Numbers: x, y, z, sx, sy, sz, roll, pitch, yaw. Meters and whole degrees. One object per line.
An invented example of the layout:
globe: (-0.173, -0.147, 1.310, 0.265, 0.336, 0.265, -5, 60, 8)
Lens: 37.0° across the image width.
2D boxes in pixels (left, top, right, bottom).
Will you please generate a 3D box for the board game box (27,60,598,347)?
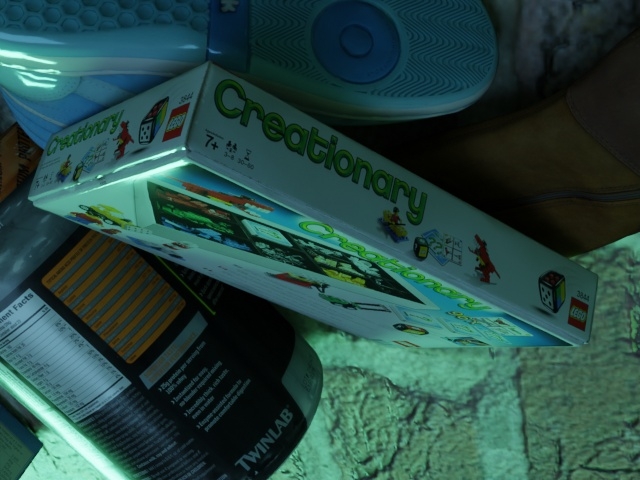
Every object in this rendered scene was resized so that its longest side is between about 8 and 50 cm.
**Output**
board game box: (0.000, 0.000, 0.593, 0.305, 0.053, 0.193, 25, 160, -34)

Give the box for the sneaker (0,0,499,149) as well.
sneaker: (-0.062, -0.112, 0.615, 0.319, 0.127, 0.208, 10, 161, -5)

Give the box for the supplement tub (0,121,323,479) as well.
supplement tub: (-0.162, 0.059, 0.753, 0.193, 0.193, 0.316, -25, 114, 41)

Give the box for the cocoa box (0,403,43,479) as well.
cocoa box: (-0.550, 0.278, 1.132, 0.347, 0.228, 0.231, -22, 117, 40)

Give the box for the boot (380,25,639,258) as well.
boot: (0.206, -0.008, 0.572, 0.264, 0.096, 0.280, 29, 148, -26)
